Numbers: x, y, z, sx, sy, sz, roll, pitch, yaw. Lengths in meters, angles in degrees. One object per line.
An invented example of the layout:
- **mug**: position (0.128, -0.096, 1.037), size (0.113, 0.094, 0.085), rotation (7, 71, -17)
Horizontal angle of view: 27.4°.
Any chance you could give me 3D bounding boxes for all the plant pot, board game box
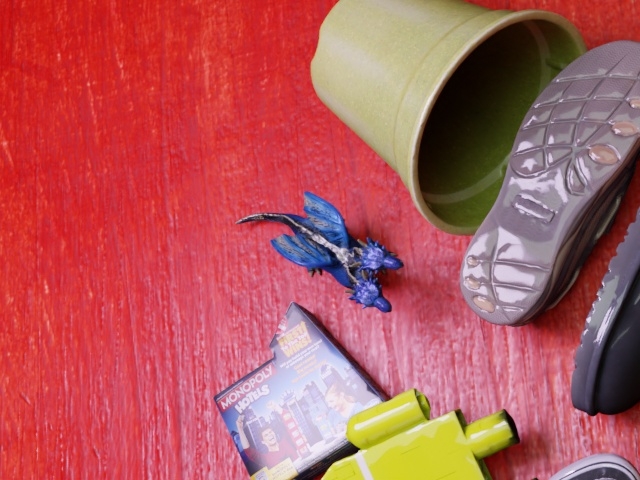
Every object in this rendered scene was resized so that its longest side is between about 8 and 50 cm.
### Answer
- **plant pot**: position (0.131, -0.183, 1.552), size (0.254, 0.276, 0.276), rotation (37, 89, 40)
- **board game box**: position (-0.023, 0.184, 1.589), size (0.194, 0.060, 0.194), rotation (-33, 62, 10)

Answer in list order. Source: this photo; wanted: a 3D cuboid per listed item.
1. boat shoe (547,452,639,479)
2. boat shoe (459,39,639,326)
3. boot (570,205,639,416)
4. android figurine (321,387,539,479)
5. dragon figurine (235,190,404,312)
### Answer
- **boat shoe**: position (0.219, 0.345, 1.363), size (0.306, 0.105, 0.113), rotation (-41, 83, 4)
- **boat shoe**: position (0.280, -0.063, 1.499), size (0.132, 0.130, 0.355), rotation (34, 95, 26)
- **boot**: position (0.525, 0.090, 1.348), size (0.445, 0.146, 0.367), rotation (23, 85, 24)
- **android figurine**: position (0.110, 0.298, 1.472), size (0.273, 0.056, 0.248), rotation (-24, 82, 12)
- **dragon figurine**: position (0.000, 0.000, 1.593), size (0.289, 0.144, 0.085), rotation (34, 88, 29)
